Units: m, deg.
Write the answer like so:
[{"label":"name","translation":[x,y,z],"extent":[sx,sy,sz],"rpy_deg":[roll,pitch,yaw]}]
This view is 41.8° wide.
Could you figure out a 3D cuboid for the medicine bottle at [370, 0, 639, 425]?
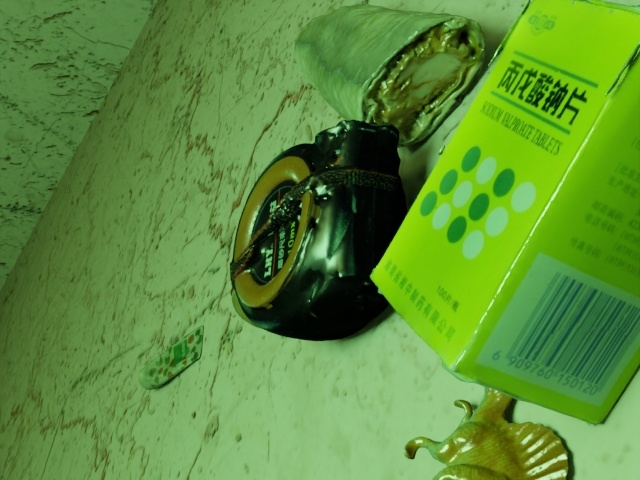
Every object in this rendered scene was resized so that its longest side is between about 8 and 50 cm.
[{"label":"medicine bottle","translation":[0.166,-0.024,0.559],"extent":[0.250,0.141,0.137],"rpy_deg":[-61,23,13]}]

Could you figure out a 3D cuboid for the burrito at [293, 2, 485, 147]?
[{"label":"burrito","translation":[0.062,-0.191,0.919],"extent":[0.143,0.105,0.299],"rpy_deg":[-60,25,8]}]

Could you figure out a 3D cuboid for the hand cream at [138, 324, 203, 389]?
[{"label":"hand cream","translation":[-0.226,0.184,1.266],"extent":[0.165,0.037,0.057],"rpy_deg":[-37,39,37]}]

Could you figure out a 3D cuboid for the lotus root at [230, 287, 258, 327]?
[{"label":"lotus root","translation":[-0.064,0.070,1.005],"extent":[0.073,0.062,0.150],"rpy_deg":[-51,24,-16]}]

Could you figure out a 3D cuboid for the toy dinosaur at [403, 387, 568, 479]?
[{"label":"toy dinosaur","translation":[0.130,0.179,0.587],"extent":[0.142,0.057,0.212],"rpy_deg":[-45,41,3]}]

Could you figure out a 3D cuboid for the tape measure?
[{"label":"tape measure","translation":[0.000,0.000,0.859],"extent":[0.223,0.135,0.202],"rpy_deg":[-25,56,51]}]
